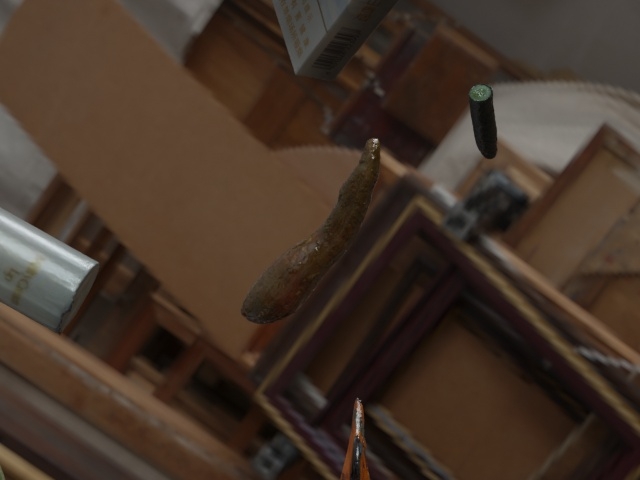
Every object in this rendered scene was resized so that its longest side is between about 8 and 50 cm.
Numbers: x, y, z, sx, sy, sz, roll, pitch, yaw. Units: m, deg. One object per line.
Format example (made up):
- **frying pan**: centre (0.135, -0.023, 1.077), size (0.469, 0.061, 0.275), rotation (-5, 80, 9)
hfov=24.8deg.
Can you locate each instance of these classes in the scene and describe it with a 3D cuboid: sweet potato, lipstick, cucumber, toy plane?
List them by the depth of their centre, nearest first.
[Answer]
- **lipstick**: centre (-0.276, -0.023, 0.994), size (0.059, 0.264, 0.059), rotation (-61, -2, -3)
- **sweet potato**: centre (0.001, 0.000, 1.347), size (0.214, 0.050, 0.050), rotation (-51, 5, 16)
- **toy plane**: centre (0.034, 0.258, 1.489), size (0.062, 0.135, 0.188), rotation (99, 174, -62)
- **cucumber**: centre (0.213, -0.149, 1.889), size (0.032, 0.032, 0.133), rotation (-57, -27, -26)

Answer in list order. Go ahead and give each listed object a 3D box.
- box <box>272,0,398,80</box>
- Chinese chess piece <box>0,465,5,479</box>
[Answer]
- **box**: centre (0.032, -0.323, 1.753), size (0.233, 0.067, 0.149), rotation (-48, 51, 42)
- **Chinese chess piece**: centre (-0.508, 0.335, 1.823), size (0.092, 0.238, 0.237), rotation (-1, 51, 57)
